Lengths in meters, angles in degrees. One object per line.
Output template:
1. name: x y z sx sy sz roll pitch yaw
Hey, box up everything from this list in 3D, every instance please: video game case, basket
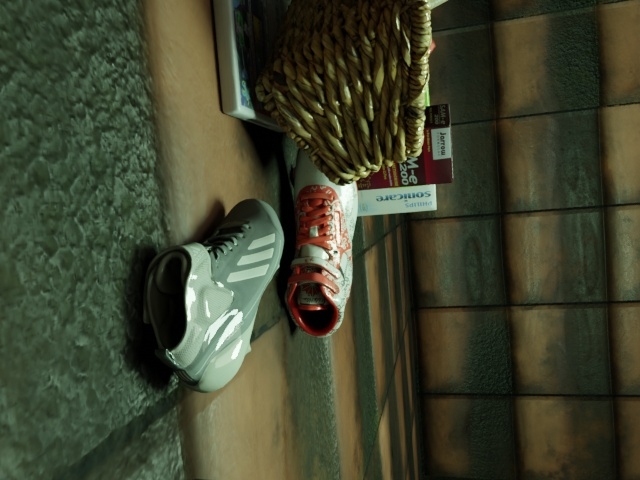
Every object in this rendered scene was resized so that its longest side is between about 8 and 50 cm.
1. video game case: -0.080 -0.241 0.596 0.183 0.023 0.202 -22 109 -75
2. basket: 0.086 -0.237 0.632 0.213 0.223 0.299 45 37 -32

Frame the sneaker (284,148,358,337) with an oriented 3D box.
1. sneaker: 0.001 0.001 0.691 0.145 0.090 0.270 -66 156 -64

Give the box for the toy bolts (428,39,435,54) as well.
1. toy bolts: 0.134 -0.433 1.205 0.159 0.228 0.218 -55 174 -24

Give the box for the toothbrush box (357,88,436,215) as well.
1. toothbrush box: 0.129 -0.205 1.041 0.122 0.206 0.283 -73 155 -56

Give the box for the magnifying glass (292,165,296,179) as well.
1. magnifying glass: -0.005 -0.042 0.837 0.231 0.026 0.092 65 26 -54

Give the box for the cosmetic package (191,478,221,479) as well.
1. cosmetic package: -0.018 0.373 0.331 0.155 0.196 0.366 -13 98 -76

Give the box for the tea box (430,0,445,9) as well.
1. tea box: 0.220 -0.829 1.300 0.329 0.219 0.324 61 -1 30

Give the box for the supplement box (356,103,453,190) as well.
1. supplement box: 0.117 -0.164 0.913 0.130 0.239 0.073 72 20 -44

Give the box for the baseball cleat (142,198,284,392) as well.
1. baseball cleat: -0.083 0.017 0.420 0.109 0.072 0.206 63 22 -43
